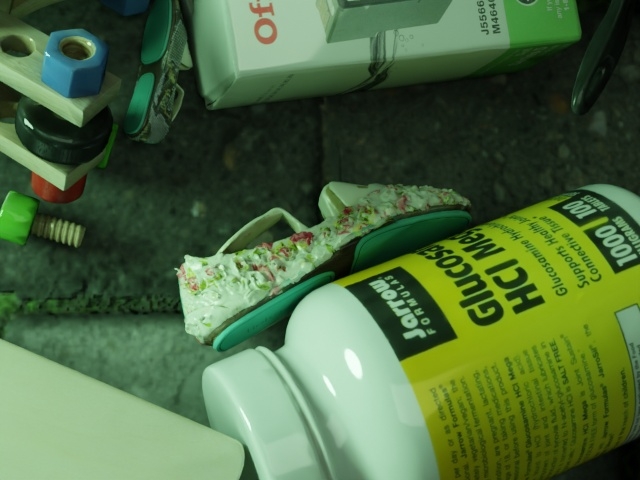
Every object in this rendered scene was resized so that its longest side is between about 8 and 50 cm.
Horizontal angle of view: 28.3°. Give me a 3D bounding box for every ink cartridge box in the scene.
[{"bbox_3d":[0.036,-0.218,0.952,0.273,0.115,0.198,-9,88,-17],"label":"ink cartridge box"}]

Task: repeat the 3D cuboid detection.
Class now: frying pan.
[{"bbox_3d":[0.266,-0.222,1.017,0.197,0.053,0.326,28,78,-53],"label":"frying pan"}]

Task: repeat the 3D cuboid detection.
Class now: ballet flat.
[{"bbox_3d":[-0.116,-0.125,0.944,0.041,0.041,0.114,14,81,-15],"label":"ballet flat"},{"bbox_3d":[0.000,0.000,0.942,0.241,0.091,0.077,-24,69,-21],"label":"ballet flat"}]

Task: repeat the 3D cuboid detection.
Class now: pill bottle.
[{"bbox_3d":[0.096,0.095,0.902,0.334,0.188,0.187,-21,91,-18],"label":"pill bottle"}]

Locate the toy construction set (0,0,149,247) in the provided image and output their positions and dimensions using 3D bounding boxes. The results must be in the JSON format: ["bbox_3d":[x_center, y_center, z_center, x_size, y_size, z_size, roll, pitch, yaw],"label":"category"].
[{"bbox_3d":[-0.221,-0.174,0.791,0.237,0.309,0.257,18,72,-9],"label":"toy construction set"}]

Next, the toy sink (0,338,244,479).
[{"bbox_3d":[-0.189,0.159,0.843,0.234,0.131,0.152,23,79,-8],"label":"toy sink"}]
